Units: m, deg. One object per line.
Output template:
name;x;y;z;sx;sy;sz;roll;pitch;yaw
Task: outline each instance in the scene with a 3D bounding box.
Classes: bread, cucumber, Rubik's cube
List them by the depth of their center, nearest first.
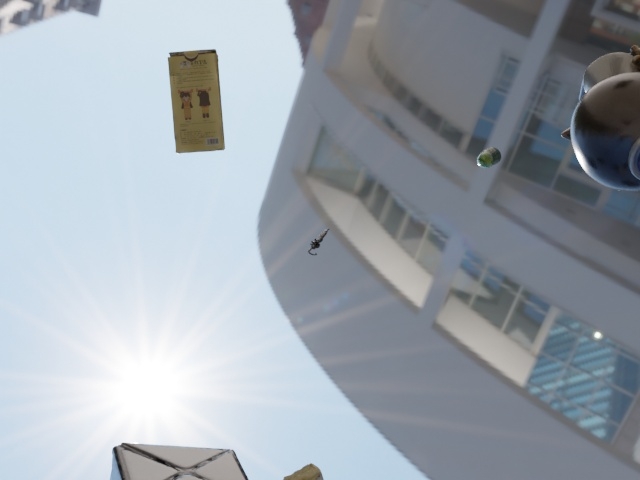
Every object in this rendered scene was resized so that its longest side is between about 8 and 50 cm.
bread;-0.032;0.331;1.186;0.083;0.070;0.035;-30;-131;-11
Rubik's cube;-0.277;0.554;1.713;0.260;0.259;0.255;7;-171;-19
cucumber;0.329;-0.163;1.767;0.037;0.037;0.155;25;-163;15

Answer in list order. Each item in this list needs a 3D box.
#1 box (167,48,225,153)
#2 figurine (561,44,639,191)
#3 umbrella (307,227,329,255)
box;-0.182;-0.203;1.326;0.073;0.149;0.020;-3;-174;4
figurine;0.396;-0.142;1.147;0.158;0.161;0.275;58;-153;-15
umbrella;-0.004;-0.002;1.770;0.022;0.022;0.149;23;-157;2
